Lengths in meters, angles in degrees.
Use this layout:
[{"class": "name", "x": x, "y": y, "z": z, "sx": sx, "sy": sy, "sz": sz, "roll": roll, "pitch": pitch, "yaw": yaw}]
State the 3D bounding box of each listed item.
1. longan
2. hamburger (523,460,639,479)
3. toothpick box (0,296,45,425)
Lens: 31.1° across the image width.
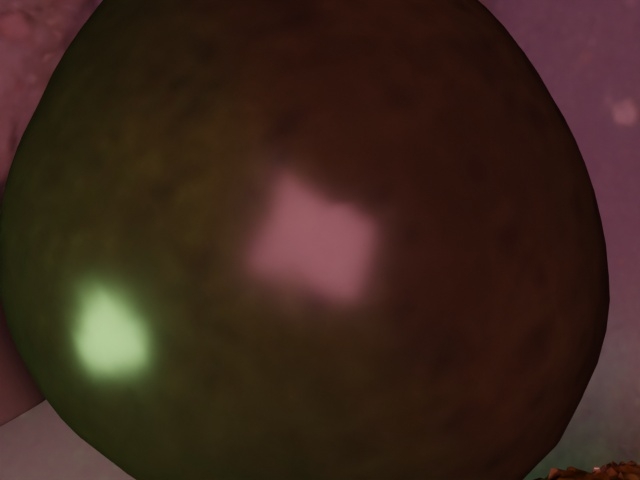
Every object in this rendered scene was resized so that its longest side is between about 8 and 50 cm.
[{"class": "longan", "x": 0.000, "y": 0.000, "z": 0.455, "sx": 0.246, "sy": 0.215, "sz": 0.246, "roll": -2, "pitch": 93, "yaw": -30}, {"class": "hamburger", "x": 0.129, "y": 0.235, "z": 0.475, "sx": 0.276, "sy": 0.179, "sz": 0.294, "roll": -16, "pitch": 101, "yaw": 5}, {"class": "toothpick box", "x": -0.194, "y": 0.002, "z": 0.478, "sx": 0.111, "sy": 0.111, "sz": 0.181, "roll": -25, "pitch": 94, "yaw": -7}]
